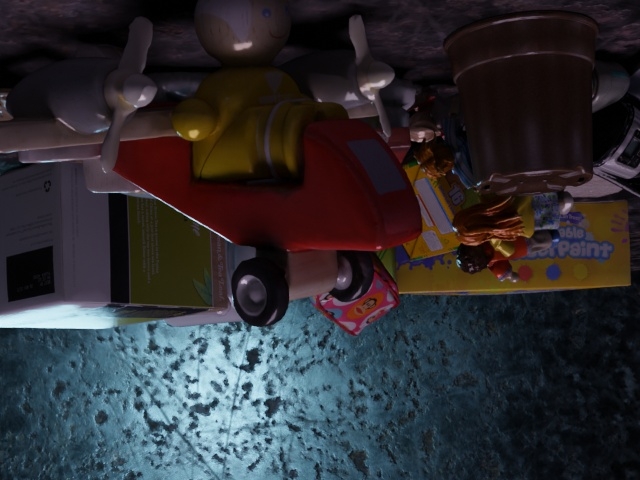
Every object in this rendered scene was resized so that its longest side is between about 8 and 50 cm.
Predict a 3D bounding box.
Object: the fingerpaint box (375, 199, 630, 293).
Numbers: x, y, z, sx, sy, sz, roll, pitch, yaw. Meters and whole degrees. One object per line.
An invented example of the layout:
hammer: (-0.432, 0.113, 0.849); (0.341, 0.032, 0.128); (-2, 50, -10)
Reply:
fingerpaint box: (0.279, 0.018, 2.129); (0.444, 0.163, 0.371); (-1, 178, -17)

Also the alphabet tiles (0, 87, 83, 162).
alphabet tiles: (-0.331, -0.129, 1.317); (0.237, 0.009, 0.198); (7, 164, 34)

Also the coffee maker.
coffee maker: (0.400, -0.098, 1.425); (0.178, 0.120, 0.171); (28, 170, -13)

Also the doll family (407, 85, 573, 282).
doll family: (0.195, -0.080, 1.358); (0.163, 0.263, 0.118); (-18, 172, -25)

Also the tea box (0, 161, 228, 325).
tea box: (-0.372, 0.019, 1.819); (0.329, 0.220, 0.323); (-11, 168, 39)

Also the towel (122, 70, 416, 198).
towel: (-0.094, -0.130, 1.440); (0.374, 0.090, 0.320); (-2, 168, -12)

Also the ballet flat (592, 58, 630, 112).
ballet flat: (0.295, -0.165, 1.414); (0.068, 0.072, 0.213); (-4, 171, -26)

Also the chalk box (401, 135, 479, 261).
chalk box: (0.196, -0.086, 1.559); (0.213, 0.132, 0.132); (-36, -170, -32)

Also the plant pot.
plant pot: (0.220, -0.139, 1.241); (0.167, 0.165, 0.167); (-3, 171, 0)

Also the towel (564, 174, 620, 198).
towel: (0.416, -0.106, 1.901); (0.282, 0.049, 0.187); (0, 171, -25)

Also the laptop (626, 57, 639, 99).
laptop: (0.571, -0.105, 1.372); (0.408, 0.236, 0.382); (-3, 170, -6)

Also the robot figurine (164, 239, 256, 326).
robot figurine: (-0.190, 0.058, 2.196); (0.353, 0.200, 0.300); (-7, -150, 18)

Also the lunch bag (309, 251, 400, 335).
lunch bag: (0.000, 0.000, 1.810); (0.120, 0.258, 0.293); (-35, 156, 3)

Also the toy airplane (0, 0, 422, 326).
toy airplane: (-0.104, -0.121, 1.075); (0.384, 0.272, 0.386); (10, -158, -7)

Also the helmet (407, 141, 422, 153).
helmet: (0.151, -0.064, 1.697); (0.169, 0.169, 0.161); (-12, 151, 41)

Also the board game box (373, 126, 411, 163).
board game box: (-0.044, -0.090, 1.343); (0.281, 0.027, 0.145); (-5, 168, -5)
